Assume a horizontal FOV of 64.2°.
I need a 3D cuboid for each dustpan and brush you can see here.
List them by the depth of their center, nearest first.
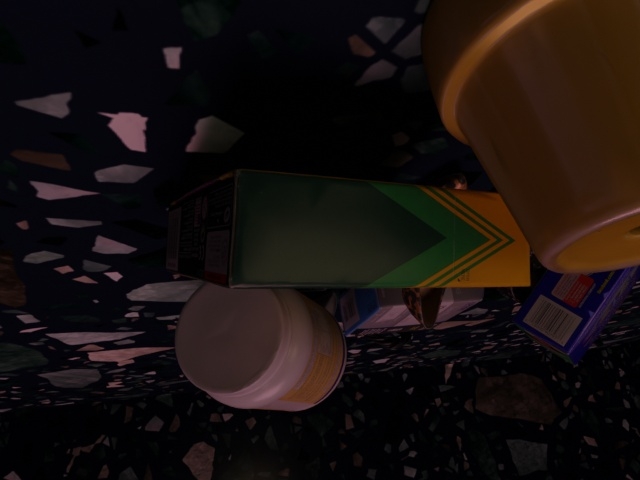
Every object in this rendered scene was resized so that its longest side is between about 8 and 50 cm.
[{"bbox_3d":[-0.027,0.229,1.185,0.060,0.211,0.147,42,136,-15],"label":"dustpan and brush"}]

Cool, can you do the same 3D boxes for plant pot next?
[{"bbox_3d":[0.235,-0.109,0.430,0.254,0.238,0.254,-7,158,-3],"label":"plant pot"}]

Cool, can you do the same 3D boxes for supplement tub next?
[{"bbox_3d":[-0.102,0.203,0.991,0.241,0.241,0.331,-14,157,14],"label":"supplement tub"}]

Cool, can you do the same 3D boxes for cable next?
[{"bbox_3d":[0.150,0.212,1.301,0.151,0.184,0.047,14,110,-21],"label":"cable"}]

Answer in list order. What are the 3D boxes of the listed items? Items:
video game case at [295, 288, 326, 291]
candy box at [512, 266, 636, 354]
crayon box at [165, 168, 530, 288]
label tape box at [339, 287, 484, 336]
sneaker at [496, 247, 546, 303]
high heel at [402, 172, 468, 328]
[{"bbox_3d":[-0.052,0.066,1.029,0.201,0.023,0.183,0,156,-22],"label":"video game case"},{"bbox_3d":[0.533,0.106,1.033,0.268,0.122,0.317,-56,146,2],"label":"candy box"},{"bbox_3d":[0.000,0.000,0.617,0.313,0.106,0.363,3,178,-24],"label":"crayon box"},{"bbox_3d":[0.244,0.129,1.168,0.348,0.115,0.249,0,156,-15],"label":"label tape box"},{"bbox_3d":[0.401,0.021,1.006,0.100,0.108,0.271,22,155,28],"label":"sneaker"},{"bbox_3d":[0.187,0.023,0.793,0.093,0.186,0.261,-4,157,-11],"label":"high heel"}]
